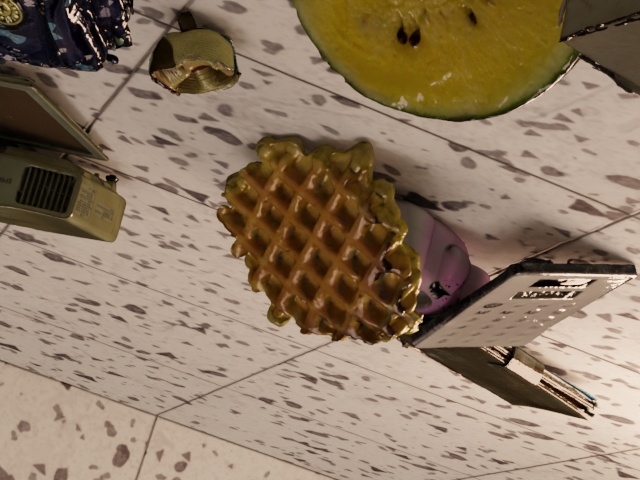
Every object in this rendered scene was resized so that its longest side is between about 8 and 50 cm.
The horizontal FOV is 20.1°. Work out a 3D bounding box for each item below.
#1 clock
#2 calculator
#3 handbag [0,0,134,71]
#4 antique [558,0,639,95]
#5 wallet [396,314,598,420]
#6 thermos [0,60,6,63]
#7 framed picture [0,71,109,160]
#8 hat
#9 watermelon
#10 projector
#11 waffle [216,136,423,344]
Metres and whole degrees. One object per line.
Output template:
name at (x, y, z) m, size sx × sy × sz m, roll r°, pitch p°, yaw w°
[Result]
clock at (0.063, 0.019, 2.045) m, size 0.227 × 0.090 × 0.248 m, roll 4°, pitch 161°, yaw 36°
calculator at (0.224, 0.072, 2.012) m, size 0.161 × 0.021 × 0.262 m, roll 1°, pitch 159°, yaw -24°
handbag at (-0.235, -0.228, 1.500) m, size 0.162 × 0.113 × 0.260 m, roll 9°, pitch 155°, yaw 4°
antique at (0.257, -0.169, 1.138) m, size 0.152 × 0.148 × 0.147 m, roll 26°, pitch 162°, yaw -29°
wallet at (0.219, 0.159, 2.416) m, size 0.317 × 0.044 × 0.169 m, roll 32°, pitch 162°, yaw -36°
thermos at (-0.382, -0.222, 1.726) m, size 0.188 × 0.073 × 0.083 m, roll 26°, pitch 160°, yaw -29°
framed picture at (-0.407, -0.161, 2.037) m, size 0.296 × 0.019 × 0.232 m, roll 12°, pitch 166°, yaw 18°
hat at (-0.116, -0.171, 1.659) m, size 0.076 × 0.059 × 0.077 m, roll -9°, pitch 160°, yaw 22°
watermelon at (0.112, -0.170, 1.390) m, size 0.301 × 0.123 × 0.129 m, roll -1°, pitch 134°, yaw 41°
projector at (-0.386, -0.071, 2.151) m, size 0.269 × 0.088 × 0.193 m, roll 11°, pitch 172°, yaw 20°
waffle at (0.000, 0.000, 1.901) m, size 0.238 × 0.059 × 0.243 m, roll -6°, pitch 109°, yaw 42°
